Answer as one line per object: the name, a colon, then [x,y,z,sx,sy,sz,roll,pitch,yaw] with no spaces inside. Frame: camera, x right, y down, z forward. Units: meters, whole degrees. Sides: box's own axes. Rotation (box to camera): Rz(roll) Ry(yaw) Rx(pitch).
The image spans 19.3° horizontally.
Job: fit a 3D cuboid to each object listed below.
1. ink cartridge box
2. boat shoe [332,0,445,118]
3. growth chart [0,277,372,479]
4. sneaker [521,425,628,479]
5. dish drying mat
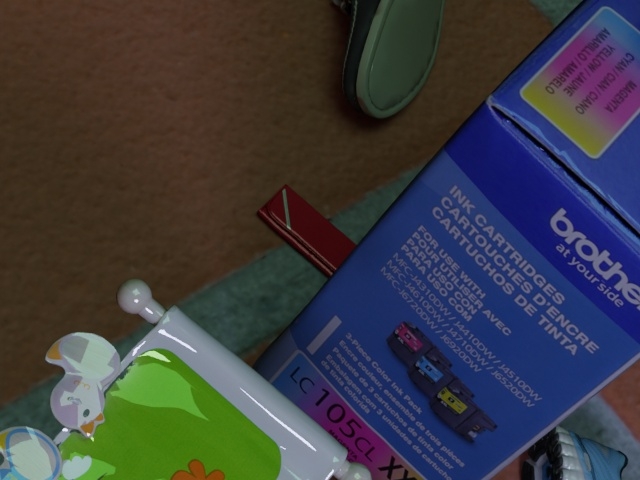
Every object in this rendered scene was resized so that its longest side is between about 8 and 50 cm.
ink cartridge box: [0.153,-0.032,1.032,0.151,0.395,0.270,45,54,2]
boat shoe: [0.045,-0.166,1.297,0.065,0.075,0.206,0,55,29]
growth chart: [-0.083,0.151,0.832,0.172,0.021,0.237,33,71,-14]
sneaker: [0.170,0.186,1.117,0.073,0.063,0.162,9,57,-20]
dish drying mat: [0.000,0.000,1.195,0.083,0.008,0.032,41,53,6]
